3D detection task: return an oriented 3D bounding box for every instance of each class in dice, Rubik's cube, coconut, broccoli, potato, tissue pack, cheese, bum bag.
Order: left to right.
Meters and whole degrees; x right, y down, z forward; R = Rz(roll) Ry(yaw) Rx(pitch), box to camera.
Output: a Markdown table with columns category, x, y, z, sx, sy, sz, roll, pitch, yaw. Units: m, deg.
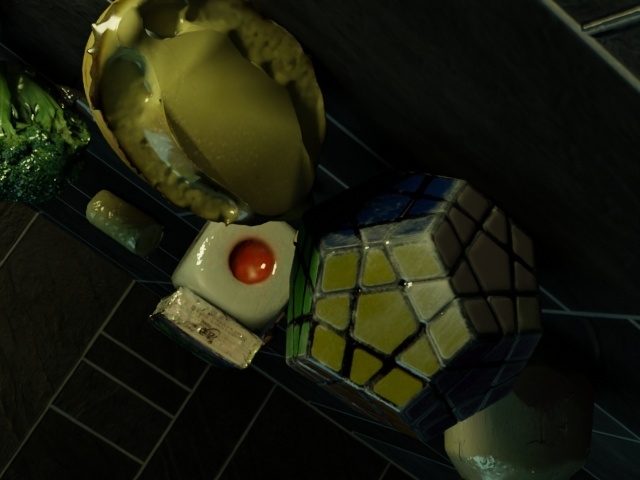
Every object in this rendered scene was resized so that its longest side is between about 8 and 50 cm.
| category | x | y | z | sx | sy | sz | roll | pitch | yaw |
| --- | --- | --- | --- | --- | --- | --- | --- | --- | --- |
| broccoli | -0.532 | -0.183 | 1.799 | 0.265 | 0.245 | 0.294 | -8 | -179 | 3 |
| bum bag | -0.371 | -0.208 | 1.759 | 0.198 | 0.049 | 0.087 | 33 | 171 | -2 |
| cheese | -0.466 | -0.042 | 2.459 | 0.167 | 0.093 | 0.123 | 33 | 177 | 19 |
| potato | -0.144 | -0.155 | 1.128 | 0.285 | 0.242 | 0.242 | 32 | 168 | -26 |
| tissue pack | -0.204 | 0.156 | 1.785 | 0.173 | 0.073 | 0.235 | 34 | 165 | -8 |
| dice | -0.137 | 0.047 | 1.821 | 0.193 | 0.194 | 0.192 | 33 | 167 | -9 |
| Rubik's cube | 0.103 | 0.072 | 1.210 | 0.319 | 0.319 | 0.264 | 18 | 135 | 47 |
| coconut | 0.294 | 0.250 | 1.543 | 0.227 | 0.230 | 0.227 | 7 | 180 | 0 |

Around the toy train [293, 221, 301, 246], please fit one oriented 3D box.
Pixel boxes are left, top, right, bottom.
| category | x | y | z | sx | sy | sz | roll | pitch | yaw |
| --- | --- | --- | --- | --- | --- | --- | --- | --- | --- |
| toy train | 0.000 | 0.000 | 1.652 | 0.087 | 0.050 | 0.138 | 35 | 166 | 6 |

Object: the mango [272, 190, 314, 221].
| category | x | y | z | sx | sy | sz | roll | pitch | yaw |
| --- | --- | --- | --- | --- | --- | --- | --- | --- | --- |
| mango | -0.105 | -0.098 | 1.425 | 0.133 | 0.111 | 0.267 | 3 | 154 | 43 |

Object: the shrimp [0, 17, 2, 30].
| category | x | y | z | sx | sy | sz | roll | pitch | yaw |
| --- | --- | --- | --- | --- | --- | --- | --- | --- | --- |
| shrimp | -0.550 | -0.343 | 1.552 | 0.145 | 0.116 | 0.343 | 22 | 170 | -18 |

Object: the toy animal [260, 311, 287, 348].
| category | x | y | z | sx | sy | sz | roll | pitch | yaw |
| --- | --- | --- | --- | --- | --- | --- | --- | --- | --- |
| toy animal | -0.154 | 0.238 | 2.542 | 0.089 | 0.179 | 0.188 | 32 | 167 | -3 |
